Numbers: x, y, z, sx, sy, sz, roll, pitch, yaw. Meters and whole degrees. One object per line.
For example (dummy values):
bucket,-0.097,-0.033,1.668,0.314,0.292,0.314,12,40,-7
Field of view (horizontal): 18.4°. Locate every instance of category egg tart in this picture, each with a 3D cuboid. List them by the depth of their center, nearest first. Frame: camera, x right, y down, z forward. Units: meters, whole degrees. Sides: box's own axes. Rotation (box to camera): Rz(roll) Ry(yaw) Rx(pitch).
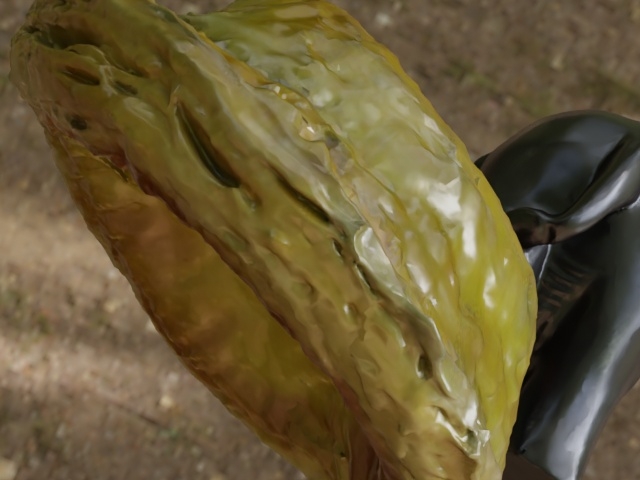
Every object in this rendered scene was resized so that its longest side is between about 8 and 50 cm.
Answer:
egg tart,0.000,0.000,0.831,0.128,0.319,0.319,-40,67,-12

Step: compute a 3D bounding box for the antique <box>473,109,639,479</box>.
antique,0.148,0.047,1.280,0.185,0.322,0.255,28,66,7
